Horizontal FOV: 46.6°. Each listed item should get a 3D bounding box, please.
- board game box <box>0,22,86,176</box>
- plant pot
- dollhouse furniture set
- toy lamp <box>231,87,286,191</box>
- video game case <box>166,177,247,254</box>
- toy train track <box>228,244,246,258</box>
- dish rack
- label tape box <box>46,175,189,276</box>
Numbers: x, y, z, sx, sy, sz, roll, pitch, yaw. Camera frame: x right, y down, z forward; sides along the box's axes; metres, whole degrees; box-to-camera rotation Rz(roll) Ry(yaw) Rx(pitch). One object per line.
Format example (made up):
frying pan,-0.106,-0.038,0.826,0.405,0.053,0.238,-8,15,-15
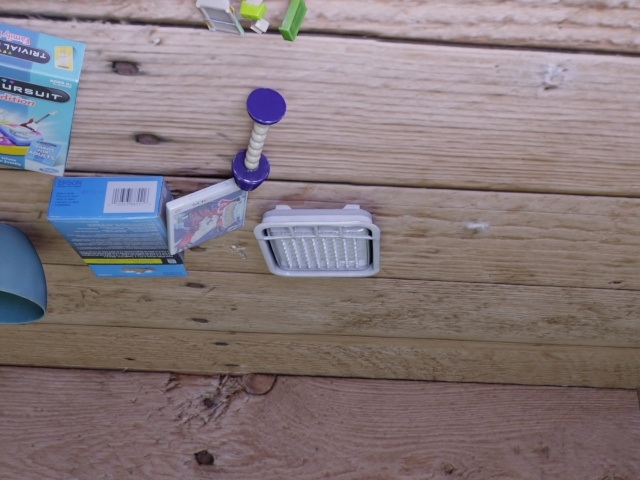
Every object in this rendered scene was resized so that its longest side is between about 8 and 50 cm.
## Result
board game box,-0.553,-0.240,1.273,0.253,0.079,0.336,10,155,-19
plant pot,-0.814,0.070,1.836,0.290,0.196,0.290,1,155,1
dollhouse furniture set,-0.102,-0.339,1.089,0.151,0.059,0.076,15,168,18
toy lamp,-0.120,-0.174,1.389,0.080,0.080,0.275,6,156,-10
video game case,-0.244,-0.054,1.607,0.183,0.023,0.201,-23,158,-21
toy train track,-0.212,0.033,1.933,0.048,0.014,0.083,-5,155,16
dish rack,0.000,0.000,1.775,0.285,0.072,0.333,-1,155,4
label tape box,-0.447,-0.025,1.709,0.240,0.106,0.334,0,156,2
